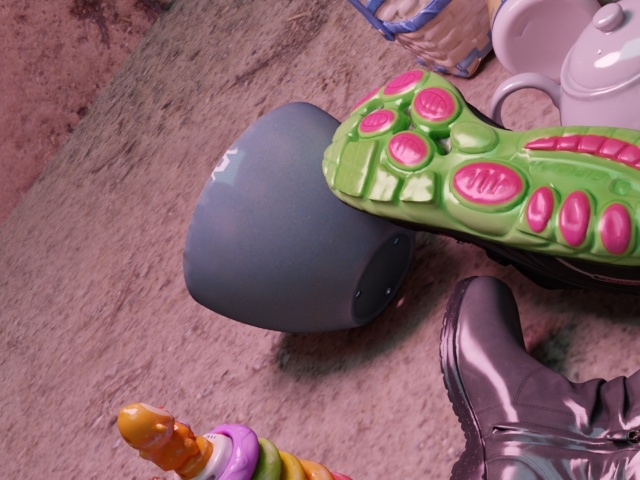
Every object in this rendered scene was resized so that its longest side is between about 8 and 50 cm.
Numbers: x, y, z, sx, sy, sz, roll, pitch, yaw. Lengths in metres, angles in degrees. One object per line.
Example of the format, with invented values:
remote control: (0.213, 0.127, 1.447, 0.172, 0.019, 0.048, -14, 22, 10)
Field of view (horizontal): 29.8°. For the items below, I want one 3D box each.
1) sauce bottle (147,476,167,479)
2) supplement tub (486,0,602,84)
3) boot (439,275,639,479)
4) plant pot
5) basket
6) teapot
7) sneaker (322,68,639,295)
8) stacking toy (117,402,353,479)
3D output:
sauce bottle: (-0.220, 0.358, 1.503, 0.042, 0.042, 0.128, -21, 38, 39)
supplement tub: (0.293, -0.311, 1.589, 0.144, 0.144, 0.199, -33, 30, 24)
boot: (0.233, 0.145, 1.102, 0.223, 0.118, 0.338, -26, 43, 28)
plant pot: (0.000, 0.000, 1.481, 0.195, 0.290, 0.290, 30, 74, 26)
basket: (0.154, -0.393, 1.738, 0.255, 0.289, 0.201, -45, 32, -6)
teapot: (0.344, -0.173, 1.280, 0.256, 0.187, 0.252, -51, 27, -8)
sneaker: (0.183, -0.039, 1.255, 0.483, 0.202, 0.185, 27, 74, 45)
stacking toy: (-0.083, 0.245, 1.174, 0.175, 0.302, 0.165, -2, 50, 55)
